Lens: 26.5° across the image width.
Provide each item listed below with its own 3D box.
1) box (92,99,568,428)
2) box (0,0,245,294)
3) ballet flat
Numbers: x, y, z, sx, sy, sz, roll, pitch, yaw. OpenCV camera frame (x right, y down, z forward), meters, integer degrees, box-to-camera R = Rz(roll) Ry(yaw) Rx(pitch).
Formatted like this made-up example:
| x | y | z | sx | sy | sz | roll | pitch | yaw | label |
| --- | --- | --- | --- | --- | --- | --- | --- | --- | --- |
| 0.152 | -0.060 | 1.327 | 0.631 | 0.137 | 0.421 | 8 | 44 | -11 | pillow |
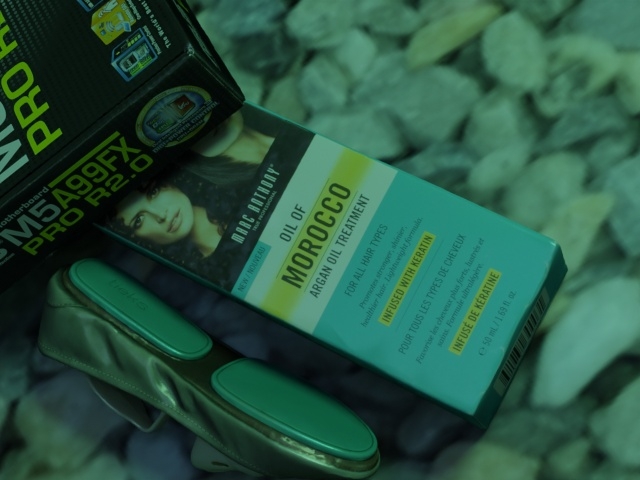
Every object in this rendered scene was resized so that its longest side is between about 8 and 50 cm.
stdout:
| x | y | z | sx | sy | sz | roll | pitch | yaw | label |
| --- | --- | --- | --- | --- | --- | --- | --- | --- | --- |
| 0.000 | 0.000 | 0.730 | 0.244 | 0.060 | 0.100 | 25 | 83 | 19 | box |
| -0.191 | -0.113 | 0.770 | 0.216 | 0.060 | 0.270 | -36 | 57 | 8 | box |
| -0.064 | 0.084 | 0.731 | 0.213 | 0.072 | 0.068 | 30 | 112 | 20 | ballet flat |
